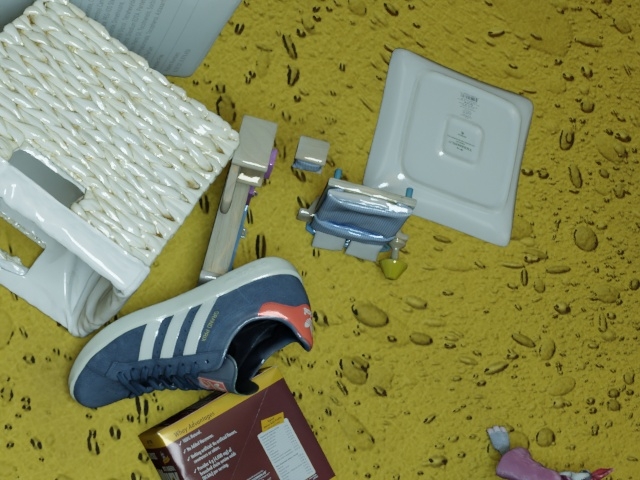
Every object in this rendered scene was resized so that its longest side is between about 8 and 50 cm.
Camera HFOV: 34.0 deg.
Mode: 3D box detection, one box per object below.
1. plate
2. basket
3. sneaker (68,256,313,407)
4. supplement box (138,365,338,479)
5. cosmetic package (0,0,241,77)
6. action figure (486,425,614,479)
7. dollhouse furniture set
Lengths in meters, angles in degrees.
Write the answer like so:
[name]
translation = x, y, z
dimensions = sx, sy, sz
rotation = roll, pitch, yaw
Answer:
[plate]
translation = 0.223, -0.159, 1.726
dimensions = 0.277, 0.045, 0.278
rotation = 18, 72, -16
[basket]
translation = -0.330, -0.089, 1.339
dimensions = 0.328, 0.331, 0.266
rotation = 38, 66, -9
[sneaker]
translation = -0.169, 0.158, 1.383
dimensions = 0.350, 0.131, 0.148
rotation = -29, 57, 6
[supplement box]
translation = -0.113, 0.305, 1.446
dimensions = 0.191, 0.129, 0.194
rotation = -28, 90, -24
[cosmetic package]
translation = -0.326, -0.442, 1.417
dimensions = 0.394, 0.327, 0.329
rotation = 3, 78, -20
[action figure]
translation = 0.273, 0.409, 1.513
dimensions = 0.370, 0.276, 0.248
rotation = -24, 82, -10
[dollhouse furniture set]
translation = 0.000, 0.000, 1.471
dimensions = 0.303, 0.286, 0.198
rotation = 14, 74, -6
